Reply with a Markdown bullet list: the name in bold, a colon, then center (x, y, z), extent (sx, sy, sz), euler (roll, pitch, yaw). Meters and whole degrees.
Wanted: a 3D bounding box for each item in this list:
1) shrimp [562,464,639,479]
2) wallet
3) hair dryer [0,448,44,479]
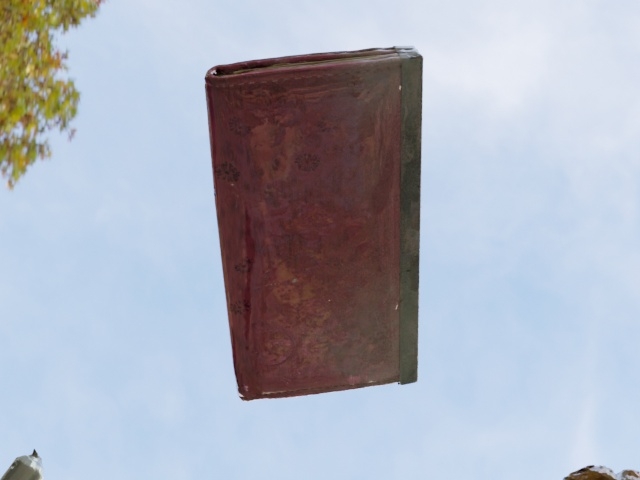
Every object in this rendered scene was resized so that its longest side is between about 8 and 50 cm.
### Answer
- **shrimp**: center (0.192, 0.168, 0.543), extent (0.184, 0.043, 0.091), euler (9, -96, 0)
- **wallet**: center (0.000, 0.000, 0.633), extent (0.119, 0.025, 0.232), euler (-7, -56, -6)
- **hair dryer**: center (-0.250, 0.208, 0.776), extent (0.137, 0.082, 0.047), euler (-53, -53, -15)
